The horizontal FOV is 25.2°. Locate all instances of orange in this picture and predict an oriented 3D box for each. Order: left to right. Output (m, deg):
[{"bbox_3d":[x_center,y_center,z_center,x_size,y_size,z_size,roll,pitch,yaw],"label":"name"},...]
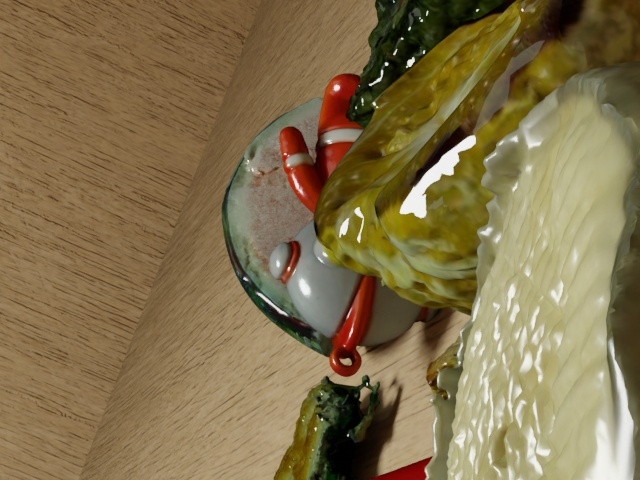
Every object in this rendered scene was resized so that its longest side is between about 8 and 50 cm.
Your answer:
[{"bbox_3d":[0.149,-0.056,0.996,0.271,0.210,0.368,-45,9,-16],"label":"orange"}]

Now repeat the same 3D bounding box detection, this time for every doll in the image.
[{"bbox_3d":[0.042,-0.016,1.405,0.105,0.199,0.337,126,159,-54],"label":"doll"}]

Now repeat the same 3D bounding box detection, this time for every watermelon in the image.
[{"bbox_3d":[0.000,0.000,1.540,0.180,0.224,0.305,-25,34,44],"label":"watermelon"}]

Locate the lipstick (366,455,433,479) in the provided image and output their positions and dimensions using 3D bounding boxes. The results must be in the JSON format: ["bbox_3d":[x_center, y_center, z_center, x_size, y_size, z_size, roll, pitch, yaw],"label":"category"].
[{"bbox_3d":[0.062,0.206,1.073,0.279,0.073,0.073,-30,35,45],"label":"lipstick"}]

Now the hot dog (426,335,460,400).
[{"bbox_3d":[0.145,0.080,1.114,0.169,0.061,0.078,-43,9,-30],"label":"hot dog"}]

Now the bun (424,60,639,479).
[{"bbox_3d":[0.171,0.106,0.640,0.364,0.202,0.364,-171,90,-83],"label":"bun"}]

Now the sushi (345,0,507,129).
[{"bbox_3d":[0.169,-0.248,1.354,0.294,0.178,0.352,-77,14,-49],"label":"sushi"}]

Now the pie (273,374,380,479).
[{"bbox_3d":[-0.024,0.303,1.353,0.296,0.078,0.371,-58,14,27],"label":"pie"}]
